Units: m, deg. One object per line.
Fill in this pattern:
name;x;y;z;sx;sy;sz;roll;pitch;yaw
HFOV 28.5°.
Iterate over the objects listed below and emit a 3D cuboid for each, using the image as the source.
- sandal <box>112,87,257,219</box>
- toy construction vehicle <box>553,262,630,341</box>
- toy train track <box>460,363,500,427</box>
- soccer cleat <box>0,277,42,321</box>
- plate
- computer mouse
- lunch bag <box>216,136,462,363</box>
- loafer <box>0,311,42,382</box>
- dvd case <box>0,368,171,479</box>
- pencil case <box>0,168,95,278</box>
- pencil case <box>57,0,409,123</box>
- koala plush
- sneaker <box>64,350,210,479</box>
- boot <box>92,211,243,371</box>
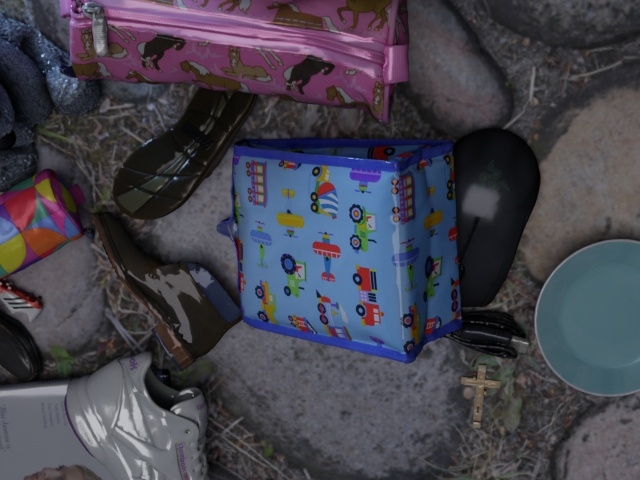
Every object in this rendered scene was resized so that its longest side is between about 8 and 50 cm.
sandal;-0.153;-0.110;1.485;0.090;0.060;0.219;39;93;16
toy construction vehicle;0.311;0.082;1.484;0.086;0.035;0.098;-35;101;5
toy train track;0.194;0.192;1.540;0.048;0.014;0.083;5;107;7
soccer cleat;-0.391;0.073;1.588;0.083;0.029;0.036;27;104;-5
plate;0.338;0.088;1.455;0.188;0.024;0.188;-1;103;-2
computer mouse;0.177;0.006;1.459;0.188;0.072;0.272;15;108;5
lunch bag;0.000;0.000;1.438;0.293;0.138;0.221;5;106;33
loafer;-0.421;0.116;1.587;0.062;0.061;0.170;-39;98;16
dvd case;-0.308;0.262;1.611;0.253;0.022;0.180;-6;105;0
pencil case;-0.391;0.005;1.501;0.236;0.104;0.104;-28;100;-1
pencil case;-0.089;-0.227;1.377;0.386;0.167;0.160;9;141;4
koala plush;-0.398;-0.160;1.421;0.203;0.221;0.196;44;108;-5
sneaker;-0.180;0.274;1.546;0.152;0.114;0.305;-32;104;8
boot;-0.186;0.040;1.537;0.106;0.082;0.219;-32;95;-6
